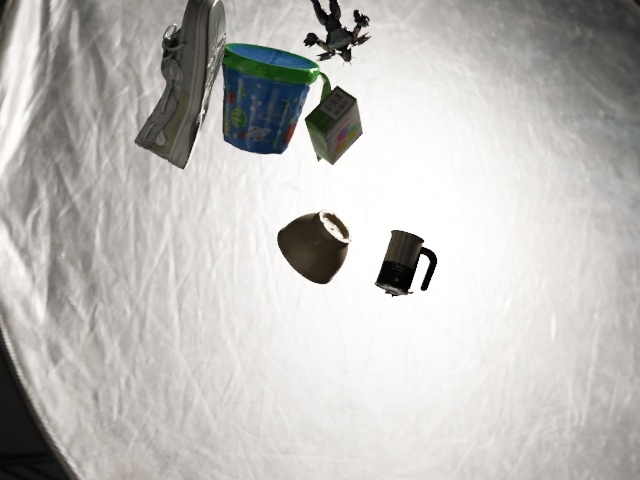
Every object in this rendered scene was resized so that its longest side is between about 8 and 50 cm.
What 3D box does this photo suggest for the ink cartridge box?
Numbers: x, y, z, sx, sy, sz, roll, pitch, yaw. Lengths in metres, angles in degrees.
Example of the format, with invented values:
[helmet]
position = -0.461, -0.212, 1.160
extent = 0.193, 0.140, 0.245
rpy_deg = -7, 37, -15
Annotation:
[ink cartridge box]
position = 0.035, -0.239, 1.565
extent = 0.062, 0.109, 0.209
rpy_deg = 39, -11, 19

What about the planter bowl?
[planter bowl]
position = 0.000, 0.000, 1.536
extent = 0.162, 0.109, 0.162
rpy_deg = 34, 28, -21

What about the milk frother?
[milk frother]
position = 0.190, 0.063, 1.648
extent = 0.129, 0.143, 0.135
rpy_deg = 24, 77, -17

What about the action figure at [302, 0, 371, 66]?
[action figure]
position = 0.025, -0.588, 1.856
extent = 0.285, 0.185, 0.099
rpy_deg = 64, 1, -25

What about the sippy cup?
[sippy cup]
position = -0.137, -0.331, 1.675
extent = 0.305, 0.224, 0.240
rpy_deg = 16, 23, 5

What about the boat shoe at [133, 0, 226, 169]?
[boat shoe]
position = -0.218, -0.238, 1.073
extent = 0.103, 0.320, 0.118
rpy_deg = 19, 53, -8
